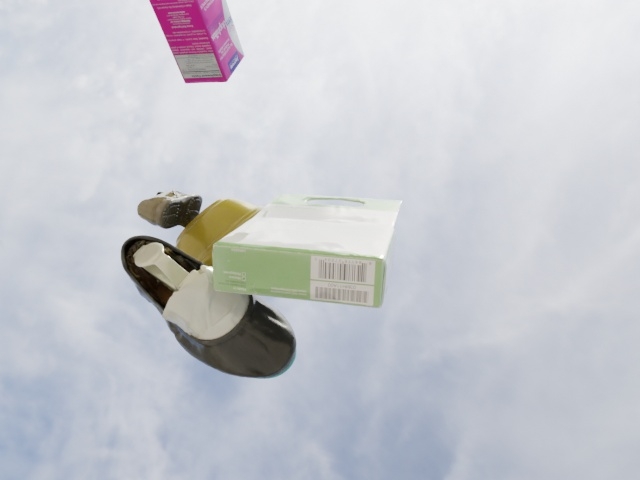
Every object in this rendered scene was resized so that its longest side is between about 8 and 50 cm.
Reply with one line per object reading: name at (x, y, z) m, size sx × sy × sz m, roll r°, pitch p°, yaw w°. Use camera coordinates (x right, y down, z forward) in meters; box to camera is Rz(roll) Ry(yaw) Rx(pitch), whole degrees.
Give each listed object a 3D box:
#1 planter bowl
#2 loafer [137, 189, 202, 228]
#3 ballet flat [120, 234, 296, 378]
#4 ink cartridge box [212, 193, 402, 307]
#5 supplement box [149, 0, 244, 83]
planter bowl at (-0.148, 0.002, 0.860) m, size 0.217 × 0.217 × 0.090 m, roll -45°, pitch -91°, yaw 9°
loafer at (-0.211, -0.047, 0.824) m, size 0.050 × 0.148 × 0.056 m, roll 18°, pitch -87°, yaw 7°
ballet flat at (-0.146, 0.065, 0.650) m, size 0.280 × 0.096 × 0.095 m, roll 23°, pitch -116°, yaw 39°
ink cartridge box at (0.000, 0.000, 0.655) m, size 0.171 × 0.235 × 0.056 m, roll 4°, pitch -74°, yaw 11°
supplement box at (-0.257, -0.452, 1.210) m, size 0.113 × 0.220 × 0.111 m, roll 5°, pitch -130°, yaw 19°
